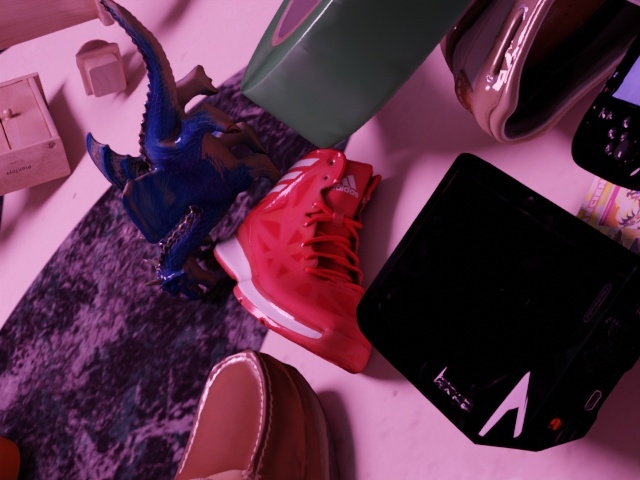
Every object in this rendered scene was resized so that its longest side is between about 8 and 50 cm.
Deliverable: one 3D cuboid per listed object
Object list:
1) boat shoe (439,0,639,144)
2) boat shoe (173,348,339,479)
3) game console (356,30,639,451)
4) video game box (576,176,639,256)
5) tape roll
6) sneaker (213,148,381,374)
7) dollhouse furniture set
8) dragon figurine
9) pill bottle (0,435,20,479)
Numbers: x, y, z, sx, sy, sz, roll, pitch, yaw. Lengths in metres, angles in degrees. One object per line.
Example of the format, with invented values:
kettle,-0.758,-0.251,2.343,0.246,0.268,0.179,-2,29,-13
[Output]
boat shoe,0.200,-0.181,1.005,0.302,0.113,0.103,-49,35,30
boat shoe,-0.071,0.208,1.021,0.122,0.120,0.324,-31,40,37
game console,0.164,-0.056,0.911,0.361,0.044,0.213,-56,29,4
video game box,0.237,-0.044,0.880,0.187,0.048,0.205,16,76,57
tape roll,0.062,-0.217,1.151,0.321,0.077,0.321,-53,12,17
sneaker,0.000,0.000,1.140,0.128,0.087,0.221,-56,32,5
dollhouse furniture set,-0.377,-0.233,1.603,0.303,0.355,0.174,-19,33,-11
dragon figurine,-0.123,-0.055,1.220,0.144,0.289,0.085,-36,54,4
pill bottle,-0.382,0.170,1.372,0.130,0.246,0.130,-34,40,35
